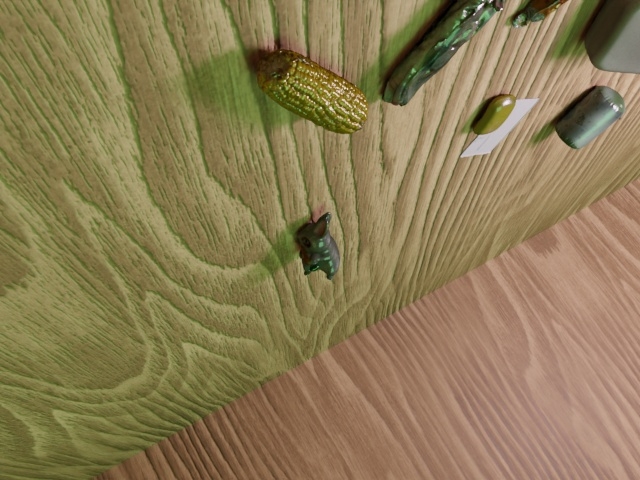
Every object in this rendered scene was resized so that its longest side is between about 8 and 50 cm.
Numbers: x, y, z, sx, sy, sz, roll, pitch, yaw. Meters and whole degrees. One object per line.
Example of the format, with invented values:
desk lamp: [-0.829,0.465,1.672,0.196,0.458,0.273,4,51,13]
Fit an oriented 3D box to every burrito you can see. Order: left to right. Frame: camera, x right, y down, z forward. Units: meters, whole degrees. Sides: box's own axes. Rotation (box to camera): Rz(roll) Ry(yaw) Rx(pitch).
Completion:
burrito: [0.221,-0.366,1.203,0.096,0.066,0.309,-11,154,-48]

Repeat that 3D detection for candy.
candy: [0.477,-0.494,1.288,0.182,0.046,0.053,-40,156,27]

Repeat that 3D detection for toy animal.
toy animal: [-0.009,0.003,1.708,0.108,0.138,0.236,4,136,14]

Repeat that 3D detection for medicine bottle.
medicine bottle: [0.841,-0.503,1.484,0.375,0.123,0.282,0,155,-6]

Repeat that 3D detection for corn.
corn: [-0.010,-0.258,1.096,0.106,0.106,0.293,-39,155,20]

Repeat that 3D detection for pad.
pad: [0.507,-0.318,1.789,0.156,0.004,0.232,-14,154,-39]

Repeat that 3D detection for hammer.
hammer: [0.894,-0.396,2.020,0.335,0.119,0.206,-16,157,-50]

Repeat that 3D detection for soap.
soap: [0.454,-0.325,1.644,0.089,0.045,0.140,-16,155,-27]
